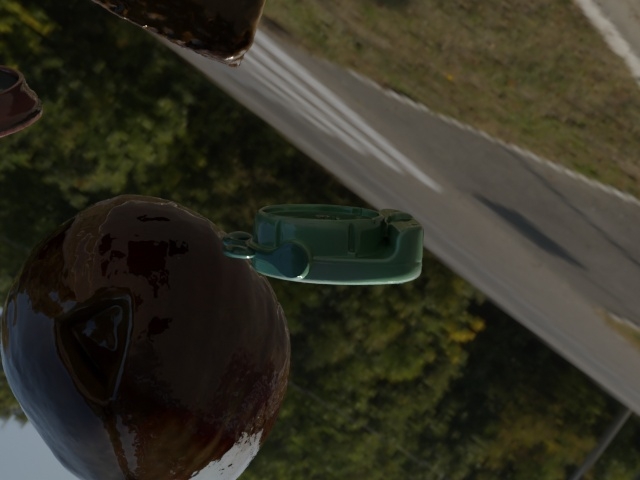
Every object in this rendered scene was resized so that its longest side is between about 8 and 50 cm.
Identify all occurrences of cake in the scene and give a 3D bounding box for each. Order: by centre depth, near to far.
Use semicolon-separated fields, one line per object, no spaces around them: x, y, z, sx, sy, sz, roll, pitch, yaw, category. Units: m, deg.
-0.124;-0.364;1.169;0.199;0.293;0.196;23;-167;-10;cake

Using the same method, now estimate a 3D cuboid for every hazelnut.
-0.248;0.153;1.439;0.402;0.402;0.429;37;163;31;hazelnut

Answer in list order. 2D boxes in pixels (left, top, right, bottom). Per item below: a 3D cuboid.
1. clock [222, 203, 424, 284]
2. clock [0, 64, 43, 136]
0.000;0.001;1.001;0.189;0.060;0.148;1;-170;-8;clock
-0.380;-0.114;0.963;0.244;0.056;0.244;-2;-157;1;clock
